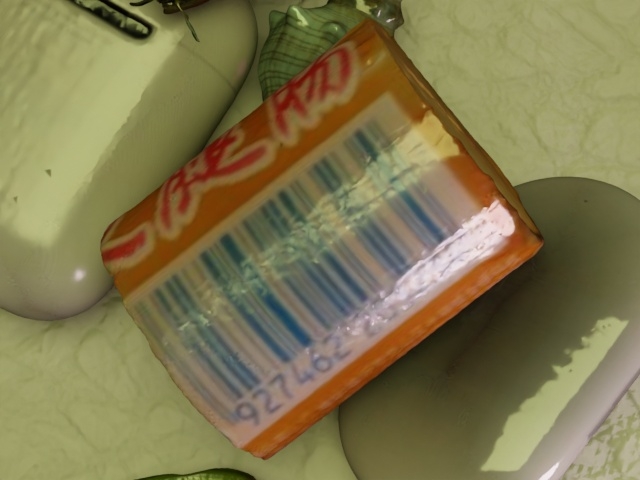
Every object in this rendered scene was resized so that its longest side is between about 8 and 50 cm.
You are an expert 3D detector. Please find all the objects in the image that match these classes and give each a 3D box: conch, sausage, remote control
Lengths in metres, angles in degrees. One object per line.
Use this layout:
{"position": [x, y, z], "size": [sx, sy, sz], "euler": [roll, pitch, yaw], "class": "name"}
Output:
{"position": [0.000, -0.145, 1.575], "size": [0.234, 0.137, 0.114], "euler": [-53, 52, 25], "class": "conch"}
{"position": [0.000, 0.000, 1.444], "size": [0.287, 0.233, 0.233], "euler": [-39, 79, 9], "class": "sausage"}
{"position": [0.153, 0.087, 1.501], "size": [0.221, 0.103, 0.332], "euler": [32, 80, 36], "class": "remote control"}

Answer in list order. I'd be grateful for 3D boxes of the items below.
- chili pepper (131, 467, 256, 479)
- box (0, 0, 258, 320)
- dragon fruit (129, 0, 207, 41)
{"position": [-0.140, 0.224, 1.533], "size": [0.202, 0.050, 0.052], "euler": [-12, 117, 3], "class": "chili pepper"}
{"position": [-0.240, -0.125, 1.564], "size": [0.289, 0.141, 0.349], "euler": [30, 81, 9], "class": "box"}
{"position": [-0.066, -0.299, 1.487], "size": [0.234, 0.234, 0.293], "euler": [12, 86, 5], "class": "dragon fruit"}
